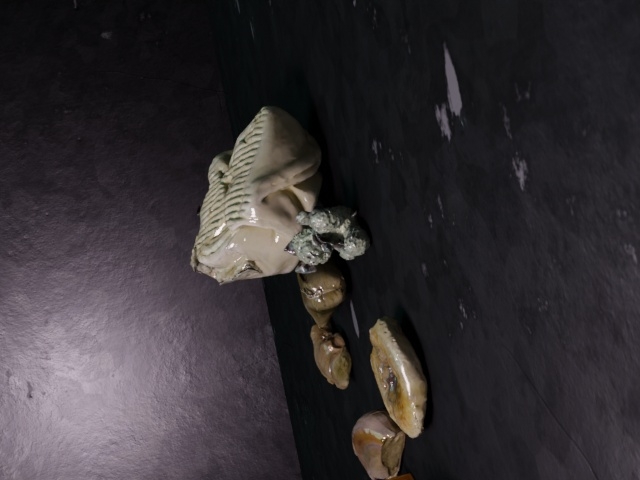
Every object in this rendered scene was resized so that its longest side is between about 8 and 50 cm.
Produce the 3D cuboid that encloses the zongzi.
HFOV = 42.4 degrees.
[{"bbox_3d":[0.007,0.132,1.765,0.194,0.099,0.197,-114,17,-71],"label":"zongzi"}]

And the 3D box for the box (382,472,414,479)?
[{"bbox_3d":[0.175,0.563,1.428,0.274,0.076,0.174,-124,23,-64],"label":"box"}]

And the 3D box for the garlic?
[{"bbox_3d":[0.108,0.385,1.573,0.101,0.087,0.196,53,153,37],"label":"garlic"}]

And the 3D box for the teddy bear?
[{"bbox_3d":[0.014,-0.016,1.547,0.133,0.111,0.213,42,151,-9],"label":"teddy bear"}]

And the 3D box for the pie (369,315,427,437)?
[{"bbox_3d":[0.134,0.234,1.366,0.218,0.052,0.185,87,161,-46],"label":"pie"}]

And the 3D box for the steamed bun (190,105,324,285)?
[{"bbox_3d":[-0.105,-0.074,1.764,0.394,0.237,0.346,-62,27,13],"label":"steamed bun"}]

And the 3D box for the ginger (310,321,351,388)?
[{"bbox_3d":[0.020,0.265,1.926,0.213,0.074,0.138,-142,51,-68],"label":"ginger"}]
